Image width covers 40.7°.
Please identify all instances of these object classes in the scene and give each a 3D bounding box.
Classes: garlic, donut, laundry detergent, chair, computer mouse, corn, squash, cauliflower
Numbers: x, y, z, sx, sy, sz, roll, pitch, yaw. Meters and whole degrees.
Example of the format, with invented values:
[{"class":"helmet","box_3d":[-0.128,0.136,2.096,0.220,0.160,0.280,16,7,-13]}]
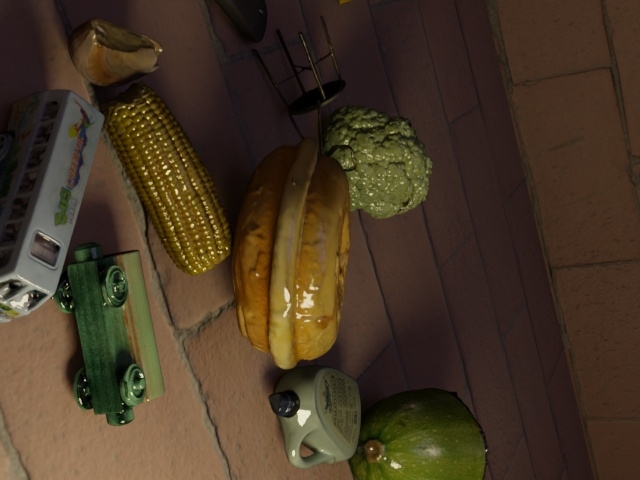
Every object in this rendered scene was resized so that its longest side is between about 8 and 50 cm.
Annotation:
[{"class":"garlic","box_3d":[-0.342,-0.301,1.411,0.195,0.101,0.087,3,65,-64]},{"class":"donut","box_3d":[-0.048,0.021,1.650,0.449,0.198,0.448,6,90,-85]},{"class":"laundry detergent","box_3d":[-0.020,0.368,1.809,0.280,0.105,0.214,21,68,-59]},{"class":"chair","box_3d":[-0.015,-0.319,1.948,0.325,0.160,0.170,64,35,-22]},{"class":"computer mouse","box_3d":[-0.175,-0.516,1.806,0.232,0.057,0.120,46,46,-46]},{"class":"corn","box_3d":[-0.260,-0.103,1.487,0.344,0.131,0.131,65,33,-25]},{"class":"squash","box_3d":[0.177,0.497,2.005,0.309,0.310,0.310,9,75,-43]},{"class":"cauliflower","box_3d":[0.135,-0.194,2.126,0.250,0.272,0.275,-105,-162,-81]}]

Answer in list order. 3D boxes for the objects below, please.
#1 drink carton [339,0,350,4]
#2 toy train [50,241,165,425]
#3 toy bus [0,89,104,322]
[{"class":"drink carton","box_3d":[0.060,-0.813,2.241,0.154,0.111,0.351,-54,128,-52]},{"class":"toy train","box_3d":[-0.318,0.140,1.353,0.177,0.116,0.285,-21,101,-72]},{"class":"toy bus","box_3d":[-0.404,-0.054,1.209,0.109,0.136,0.329,40,48,-47]}]
